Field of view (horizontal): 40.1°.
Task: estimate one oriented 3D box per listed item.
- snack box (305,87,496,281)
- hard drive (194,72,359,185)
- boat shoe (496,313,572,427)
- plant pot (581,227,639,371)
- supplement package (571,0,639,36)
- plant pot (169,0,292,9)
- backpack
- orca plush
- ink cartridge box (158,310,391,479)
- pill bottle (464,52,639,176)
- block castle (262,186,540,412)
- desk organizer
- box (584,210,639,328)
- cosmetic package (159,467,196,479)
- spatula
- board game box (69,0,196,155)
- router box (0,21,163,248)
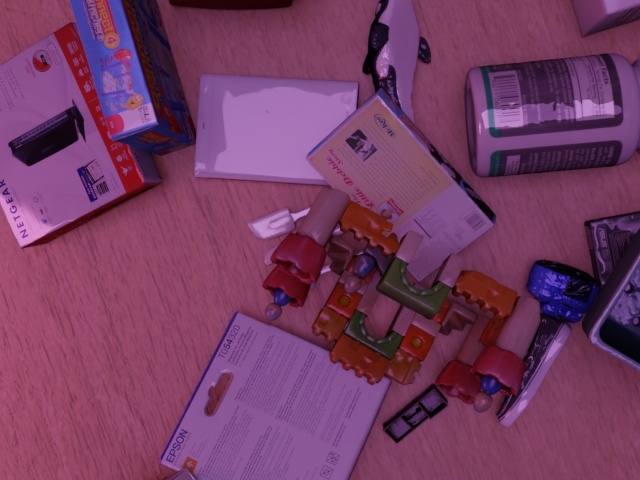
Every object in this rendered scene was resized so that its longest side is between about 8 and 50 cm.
[{"bbox_3d":[0.148,-0.099,1.621,0.187,0.060,0.322,-39,98,25],"label":"snack box"},{"bbox_3d":[-0.085,-0.214,1.703,0.308,0.040,0.203,4,91,5],"label":"hard drive"},{"bbox_3d":[0.385,0.240,1.653,0.076,0.080,0.228,32,92,10],"label":"boat shoe"},{"bbox_3d":[0.592,0.112,1.487,0.247,0.252,0.248,31,93,3],"label":"plant pot"},{"bbox_3d":[0.586,-0.513,1.564,0.263,0.198,0.199,-17,90,4],"label":"supplement package"},{"bbox_3d":[-0.140,-0.561,1.608,0.236,0.267,0.267,12,92,-8],"label":"plant pot"},{"bbox_3d":[0.444,0.092,1.634,0.120,0.098,0.101,22,94,3],"label":"backpack"},{"bbox_3d":[0.133,-0.328,1.679,0.151,0.102,0.287,-22,102,-39],"label":"orca plush"},{"bbox_3d":[-0.080,0.342,1.642,0.330,0.071,0.324,23,72,11],"label":"ink cartridge box"},{"bbox_3d":[0.450,-0.227,1.576,0.361,0.204,0.204,-4,90,5],"label":"pill bottle"},{"bbox_3d":[0.123,0.127,1.528,0.453,0.303,0.213,29,74,0],"label":"block castle"},{"bbox_3d":[0.182,0.335,1.682,0.130,0.050,0.047,-40,87,4],"label":"desk organizer"},{"bbox_3d":[0.609,0.060,1.641,0.183,0.056,0.231,-11,90,4],"label":"box"},{"bbox_3d":[-0.323,0.545,1.613,0.296,0.129,0.153,-32,91,42],"label":"cosmetic package"},{"bbox_3d":[0.000,0.000,1.712,0.242,0.019,0.168,-21,88,1],"label":"spatula"},{"bbox_3d":[-0.336,-0.323,1.591,0.086,0.302,0.308,-17,90,5],"label":"board game box"},{"bbox_3d":[-0.508,-0.196,1.690,0.301,0.082,0.335,-26,88,16],"label":"router box"}]
